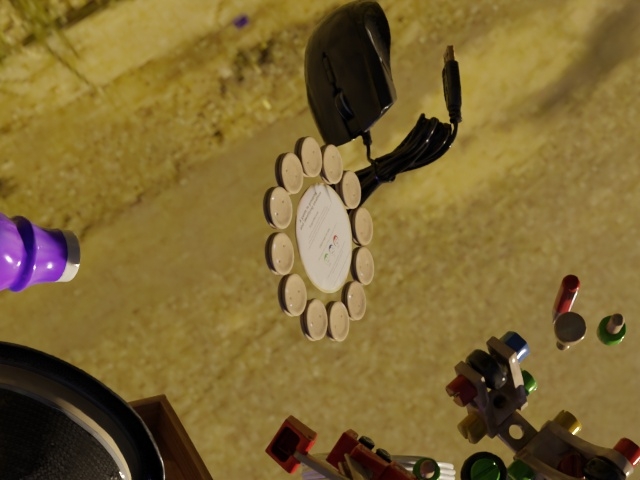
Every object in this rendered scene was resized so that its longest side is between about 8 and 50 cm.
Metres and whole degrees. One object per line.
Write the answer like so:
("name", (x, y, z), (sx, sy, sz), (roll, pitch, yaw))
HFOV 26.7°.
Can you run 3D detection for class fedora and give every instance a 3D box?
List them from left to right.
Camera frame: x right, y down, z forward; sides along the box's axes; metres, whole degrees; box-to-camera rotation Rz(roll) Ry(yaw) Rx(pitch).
("fedora", (-0.346, 0.266, 1.496), (0.152, 0.334, 0.334), (-72, -171, -52))

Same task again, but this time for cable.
("cable", (0.095, 0.402, 2.239), (0.257, 0.089, 0.257), (4, 167, -1))

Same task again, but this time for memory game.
("memory game", (0.000, 0.000, 1.197), (0.012, 0.186, 0.186), (-6, 166, 30))

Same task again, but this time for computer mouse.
("computer mouse", (0.052, -0.164, 1.321), (0.184, 0.262, 0.060), (-29, 138, 35))

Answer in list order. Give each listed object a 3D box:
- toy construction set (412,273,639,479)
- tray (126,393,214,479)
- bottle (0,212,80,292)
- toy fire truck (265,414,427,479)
("toy construction set", (0.285, 0.224, 1.744), (0.237, 0.257, 0.309), (83, 27, -69))
("tray", (-0.228, 0.389, 1.817), (0.202, 0.411, 0.076), (-11, 131, -26))
("bottle", (-0.422, 0.013, 1.594), (0.282, 0.092, 0.118), (2, 123, -41))
("toy fire truck", (0.042, 0.265, 1.528), (0.047, 0.192, 0.135), (-58, 167, 12))
